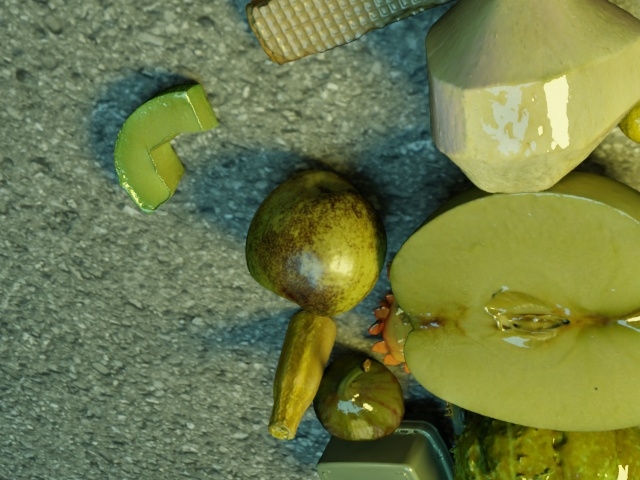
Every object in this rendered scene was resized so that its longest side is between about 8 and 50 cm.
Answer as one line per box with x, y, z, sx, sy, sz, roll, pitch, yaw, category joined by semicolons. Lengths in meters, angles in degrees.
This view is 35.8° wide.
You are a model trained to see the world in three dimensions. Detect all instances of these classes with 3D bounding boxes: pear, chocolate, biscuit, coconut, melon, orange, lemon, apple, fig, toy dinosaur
0.000;0.000;1.358;0.197;0.197;0.197;9;129;11;pear
-0.034;0.205;1.503;0.085;0.219;0.086;9;132;10;chocolate
0.082;-0.306;1.172;0.378;0.054;0.094;-16;119;28;biscuit
0.232;-0.186;1.106;0.259;0.259;0.259;9;129;11;coconut
-0.221;-0.140;1.396;0.118;0.064;0.209;39;126;-13;melon
0.343;0.329;1.473;0.299;0.223;0.301;-4;151;4;orange
0.390;-0.149;1.191;0.065;0.065;0.092;-6;125;22;lemon
0.273;0.078;1.270;0.360;0.320;0.311;-1;169;27;apple
0.053;0.229;1.504;0.149;0.149;0.245;9;160;11;fig
0.131;0.153;1.511;0.117;0.070;0.288;-1;123;32;toy dinosaur

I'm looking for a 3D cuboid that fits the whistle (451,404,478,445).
0.262;0.377;1.644;0.057;0.068;0.327;-4;126;17;whistle

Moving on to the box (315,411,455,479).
0.109;0.367;1.622;0.210;0.129;0.148;-9;120;35;box
